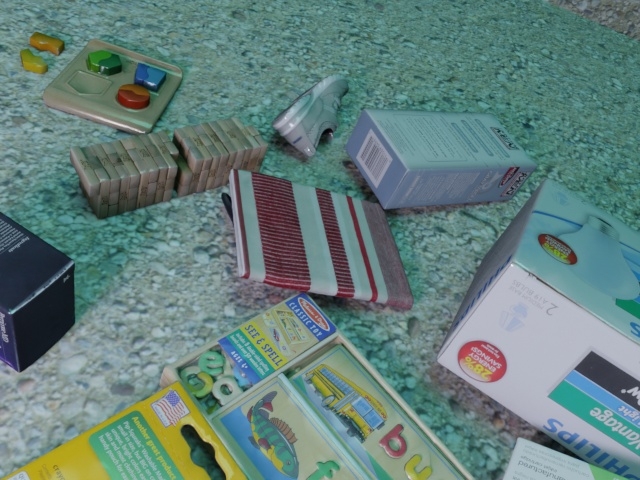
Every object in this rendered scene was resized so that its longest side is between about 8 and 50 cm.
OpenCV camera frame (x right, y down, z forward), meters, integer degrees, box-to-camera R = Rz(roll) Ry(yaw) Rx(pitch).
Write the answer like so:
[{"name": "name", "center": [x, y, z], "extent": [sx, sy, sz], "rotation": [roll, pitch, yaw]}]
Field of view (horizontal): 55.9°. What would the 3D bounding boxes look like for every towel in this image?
[{"name": "towel", "center": [0.000, 0.000, 1.050], "extent": [0.328, 0.037, 0.237], "rotation": [12, 45, -29]}]

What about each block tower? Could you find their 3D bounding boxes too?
[{"name": "block tower", "center": [-0.263, -0.135, 1.074], "extent": [0.335, 0.097, 0.091], "rotation": [-18, 59, -36]}]

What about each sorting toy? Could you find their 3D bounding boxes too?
[{"name": "sorting toy", "center": [-0.452, -0.333, 1.207], "extent": [0.307, 0.041, 0.229], "rotation": [18, 46, -7]}]

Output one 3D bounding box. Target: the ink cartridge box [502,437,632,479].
[{"name": "ink cartridge box", "center": [0.299, 0.415, 0.750], "extent": [0.198, 0.115, 0.273], "rotation": [15, 40, 28]}]

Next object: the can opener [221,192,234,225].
[{"name": "can opener", "center": [-0.120, -0.017, 1.052], "extent": [0.186, 0.059, 0.073], "rotation": [52, 8, 16]}]

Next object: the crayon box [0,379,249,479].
[{"name": "crayon box", "center": [-0.248, 0.328, 0.674], "extent": [0.322, 0.083, 0.203], "rotation": [-26, 64, -36]}]

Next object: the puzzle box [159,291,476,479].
[{"name": "puzzle box", "center": [0.007, 0.274, 0.835], "extent": [0.272, 0.052, 0.409], "rotation": [-26, 64, -41]}]

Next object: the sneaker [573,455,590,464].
[{"name": "sneaker", "center": [0.447, 0.390, 0.913], "extent": [0.084, 0.058, 0.152], "rotation": [-19, 53, -24]}]

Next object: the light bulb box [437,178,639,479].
[{"name": "light bulb box", "center": [0.434, 0.128, 0.987], "extent": [0.357, 0.225, 0.361], "rotation": [33, 35, 9]}]

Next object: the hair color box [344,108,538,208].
[{"name": "hair color box", "center": [0.260, -0.177, 1.281], "extent": [0.374, 0.114, 0.185], "rotation": [-6, 52, -32]}]

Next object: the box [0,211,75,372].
[{"name": "box", "center": [-0.439, 0.050, 0.796], "extent": [0.207, 0.153, 0.108], "rotation": [31, 46, 8]}]

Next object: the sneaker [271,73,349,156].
[{"name": "sneaker", "center": [-0.006, -0.270, 1.314], "extent": [0.115, 0.105, 0.281], "rotation": [53, 43, -14]}]
